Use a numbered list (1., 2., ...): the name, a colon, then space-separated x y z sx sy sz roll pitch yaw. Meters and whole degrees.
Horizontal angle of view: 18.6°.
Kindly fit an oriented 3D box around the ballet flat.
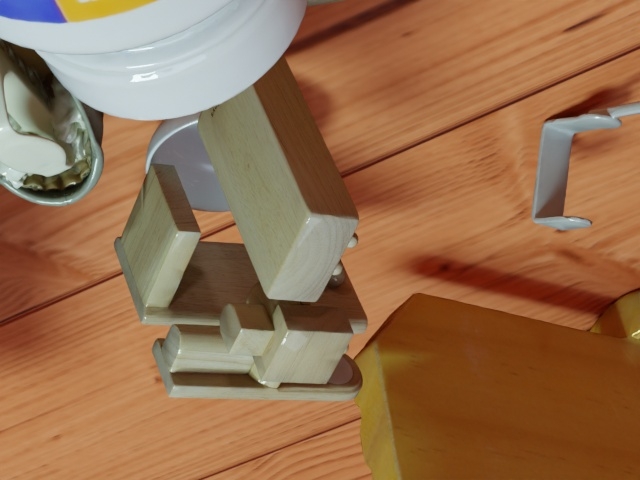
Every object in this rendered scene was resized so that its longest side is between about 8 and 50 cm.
1. ballet flat: -0.146 -0.084 0.838 0.072 0.068 0.213 -16 147 11

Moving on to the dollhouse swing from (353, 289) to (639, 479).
1. dollhouse swing: 0.134 0.235 1.149 0.305 0.347 0.315 2 146 -19

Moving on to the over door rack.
1. over door rack: 0.293 -0.071 0.957 0.239 0.108 0.324 16 154 -34

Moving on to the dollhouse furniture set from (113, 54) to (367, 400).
1. dollhouse furniture set: 0.000 0.000 0.910 0.123 0.144 0.151 4 131 -28

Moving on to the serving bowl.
1. serving bowl: -0.046 -0.048 0.959 0.083 0.027 0.083 -7 148 -5

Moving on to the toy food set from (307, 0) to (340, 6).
1. toy food set: 0.031 -0.152 0.804 0.132 0.038 0.192 -11 148 3

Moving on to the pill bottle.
1. pill bottle: -0.088 -0.159 0.657 0.152 0.152 0.272 -14 147 7
